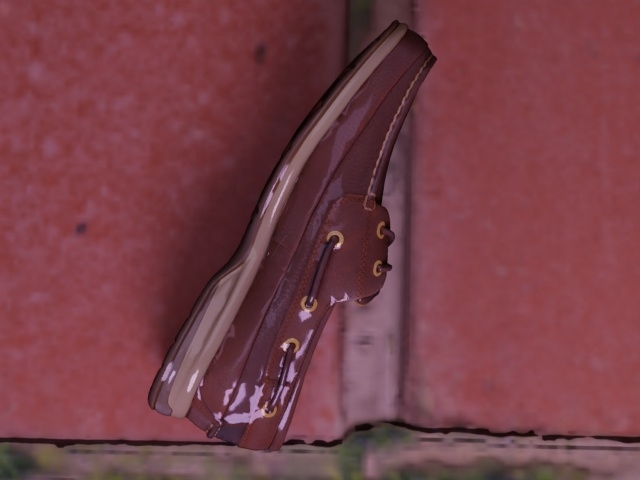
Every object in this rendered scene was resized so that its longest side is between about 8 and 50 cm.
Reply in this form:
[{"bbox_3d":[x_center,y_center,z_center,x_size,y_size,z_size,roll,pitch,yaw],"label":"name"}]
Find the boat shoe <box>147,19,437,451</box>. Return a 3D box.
[{"bbox_3d":[0.000,0.000,0.426,0.060,0.064,0.178,30,90,-3],"label":"boat shoe"}]
